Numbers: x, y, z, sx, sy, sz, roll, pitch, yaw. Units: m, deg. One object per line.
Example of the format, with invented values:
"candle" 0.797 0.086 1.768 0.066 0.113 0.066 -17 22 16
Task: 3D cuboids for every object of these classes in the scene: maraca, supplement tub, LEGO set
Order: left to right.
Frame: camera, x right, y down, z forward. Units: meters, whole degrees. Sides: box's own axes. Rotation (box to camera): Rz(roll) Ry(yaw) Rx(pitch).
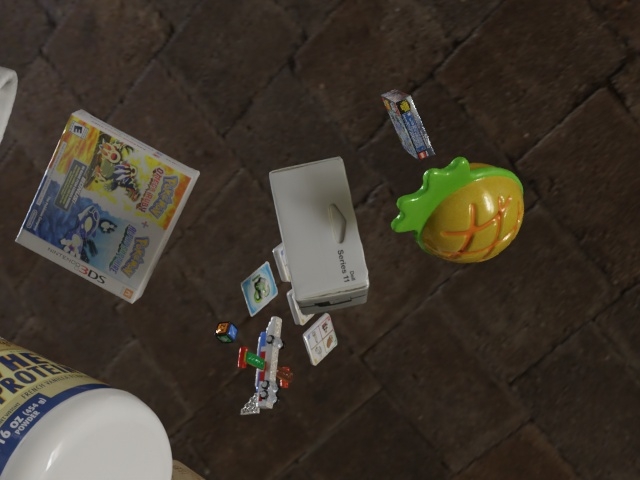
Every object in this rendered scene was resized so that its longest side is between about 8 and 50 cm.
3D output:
"supplement tub" -0.339 0.225 1.285 0.316 0.228 0.228 16 115 34
"LEGO set" -0.070 0.116 1.670 0.060 0.244 0.182 -7 109 30
"maraca" 0.149 -0.034 1.306 0.127 0.186 0.099 -48 54 17

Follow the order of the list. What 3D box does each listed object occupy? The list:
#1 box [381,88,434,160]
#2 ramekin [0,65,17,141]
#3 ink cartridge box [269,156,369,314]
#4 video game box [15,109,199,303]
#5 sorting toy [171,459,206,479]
"box" 0.128 -0.172 1.807 0.027 0.137 0.094 -24 102 -1
"ramekin" -0.383 -0.048 1.073 0.135 0.277 0.277 23 123 -10
"ink cartridge box" 0.000 0.000 1.421 0.087 0.208 0.153 -12 82 -1
"video game box" -0.290 -0.044 1.666 0.187 0.048 0.205 27 106 0
"sorting toy" -0.192 0.419 1.727 0.255 0.257 0.089 30 95 24
